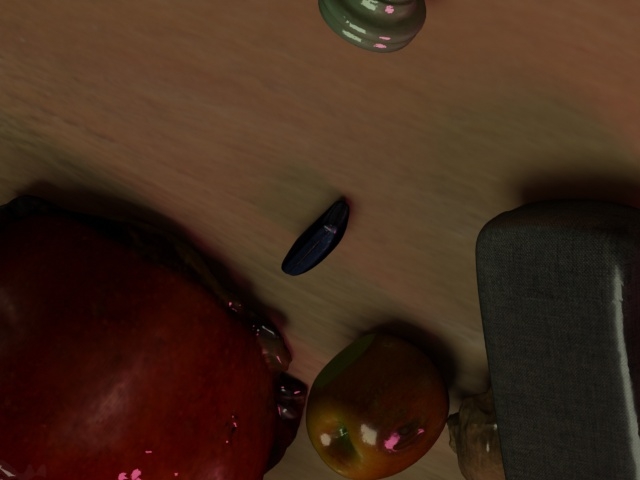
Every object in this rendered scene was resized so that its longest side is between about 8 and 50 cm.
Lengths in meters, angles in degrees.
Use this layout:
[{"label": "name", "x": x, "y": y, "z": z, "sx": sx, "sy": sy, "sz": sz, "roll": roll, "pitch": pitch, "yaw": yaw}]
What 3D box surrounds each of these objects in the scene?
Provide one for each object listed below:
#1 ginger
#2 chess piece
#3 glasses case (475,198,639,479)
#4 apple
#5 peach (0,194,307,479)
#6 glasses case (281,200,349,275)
[{"label": "ginger", "x": 0.149, "y": 0.166, "z": 1.426, "sx": 0.137, "sy": 0.074, "sz": 0.213, "roll": 26, "pitch": 152, "yaw": 26}, {"label": "chess piece", "x": 0.044, "y": -0.168, "z": 1.127, "sx": 0.067, "sy": 0.067, "sz": 0.103, "roll": 32, "pitch": 137, "yaw": 4}, {"label": "glasses case", "x": 0.184, "y": 0.131, "z": 1.257, "sx": 0.131, "sy": 0.074, "sz": 0.323, "roll": 7, "pitch": 114, "yaw": 45}, {"label": "apple", "x": 0.044, "y": 0.130, "z": 1.439, "sx": 0.099, "sy": 0.102, "sz": 0.114, "roll": 54, "pitch": 152, "yaw": -11}, {"label": "peach", "x": -0.209, "y": 0.166, "z": 1.568, "sx": 0.339, "sy": 0.353, "sz": 0.416, "roll": 25, "pitch": 104, "yaw": 1}, {"label": "glasses case", "x": 0.000, "y": 0.000, "z": 1.383, "sx": 0.023, "sy": 0.033, "sz": 0.083, "roll": 39, "pitch": 145, "yaw": -5}]
